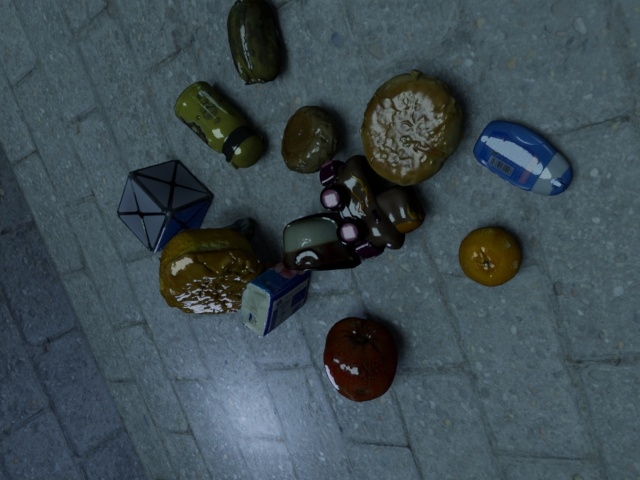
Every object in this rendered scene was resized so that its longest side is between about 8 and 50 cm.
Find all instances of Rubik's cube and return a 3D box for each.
[{"bbox_3d":[-0.639,-0.146,2.263,0.255,0.260,0.259,42,125,13],"label":"Rubik's cube"}]

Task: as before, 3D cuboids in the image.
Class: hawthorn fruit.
[{"bbox_3d":[0.145,0.425,1.937,0.275,0.275,0.300,1,119,36],"label":"hawthorn fruit"}]

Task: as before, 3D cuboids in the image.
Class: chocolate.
[{"bbox_3d":[0.000,0.000,1.873,0.283,0.283,0.186,3,95,35],"label":"chocolate"}]

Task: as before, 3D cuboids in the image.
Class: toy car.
[{"bbox_3d":[0.163,-0.125,1.709,0.240,0.271,0.341,-29,91,22],"label":"toy car"}]

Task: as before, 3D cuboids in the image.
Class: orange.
[{"bbox_3d":[0.487,0.048,1.598,0.177,0.155,0.178,24,123,42],"label":"orange"}]

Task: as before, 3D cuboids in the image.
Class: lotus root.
[{"bbox_3d":[-0.218,-0.652,1.810,0.152,0.160,0.275,21,122,56],"label":"lotus root"}]

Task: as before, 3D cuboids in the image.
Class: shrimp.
[{"bbox_3d":[-0.410,0.023,2.220,0.372,0.172,0.137,-39,52,25],"label":"shrimp"}]

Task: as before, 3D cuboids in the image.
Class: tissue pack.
[{"bbox_3d":[-0.166,0.202,2.055,0.137,0.269,0.209,24,123,23],"label":"tissue pack"}]

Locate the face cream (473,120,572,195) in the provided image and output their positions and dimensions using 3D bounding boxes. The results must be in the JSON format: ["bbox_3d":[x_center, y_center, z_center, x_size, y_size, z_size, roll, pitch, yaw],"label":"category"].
[{"bbox_3d":[0.547,-0.216,1.483,0.264,0.083,0.149,37,127,18],"label":"face cream"}]

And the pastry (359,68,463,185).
[{"bbox_3d":[0.265,-0.322,1.577,0.284,0.184,0.316,29,123,15],"label":"pastry"}]

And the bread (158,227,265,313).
[{"bbox_3d":[-0.404,0.125,2.065,0.398,0.397,0.215,-55,40,37],"label":"bread"}]

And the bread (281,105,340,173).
[{"bbox_3d":[-0.029,-0.321,1.800,0.229,0.122,0.230,-15,69,45],"label":"bread"}]

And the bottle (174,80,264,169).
[{"bbox_3d":[-0.354,-0.404,2.000,0.351,0.171,0.172,44,128,14],"label":"bottle"}]

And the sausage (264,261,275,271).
[{"bbox_3d":[-0.271,0.170,2.238,0.289,0.086,0.086,-33,88,41],"label":"sausage"}]
